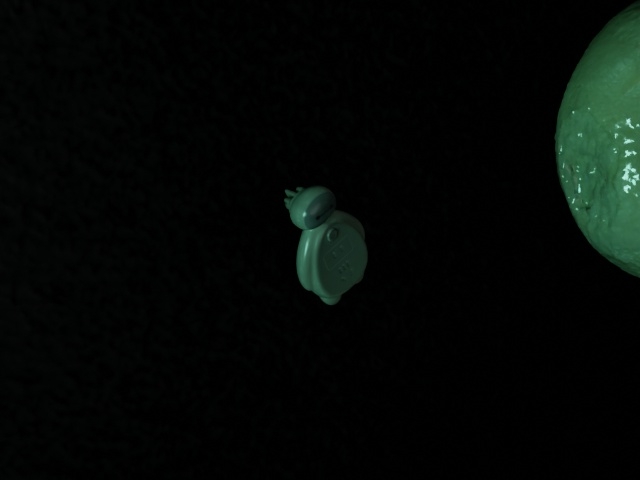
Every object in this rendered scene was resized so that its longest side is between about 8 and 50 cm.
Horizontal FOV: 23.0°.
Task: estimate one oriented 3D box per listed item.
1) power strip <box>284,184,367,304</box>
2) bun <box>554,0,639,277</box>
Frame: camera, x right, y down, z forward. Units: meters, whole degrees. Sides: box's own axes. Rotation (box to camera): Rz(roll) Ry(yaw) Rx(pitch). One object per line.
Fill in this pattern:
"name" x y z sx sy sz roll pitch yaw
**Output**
"power strip" 0.000 0.000 0.966 0.055 0.035 0.083 -42 133 -23
"bun" 0.266 -0.065 1.096 0.221 0.108 0.221 -7 103 -35
